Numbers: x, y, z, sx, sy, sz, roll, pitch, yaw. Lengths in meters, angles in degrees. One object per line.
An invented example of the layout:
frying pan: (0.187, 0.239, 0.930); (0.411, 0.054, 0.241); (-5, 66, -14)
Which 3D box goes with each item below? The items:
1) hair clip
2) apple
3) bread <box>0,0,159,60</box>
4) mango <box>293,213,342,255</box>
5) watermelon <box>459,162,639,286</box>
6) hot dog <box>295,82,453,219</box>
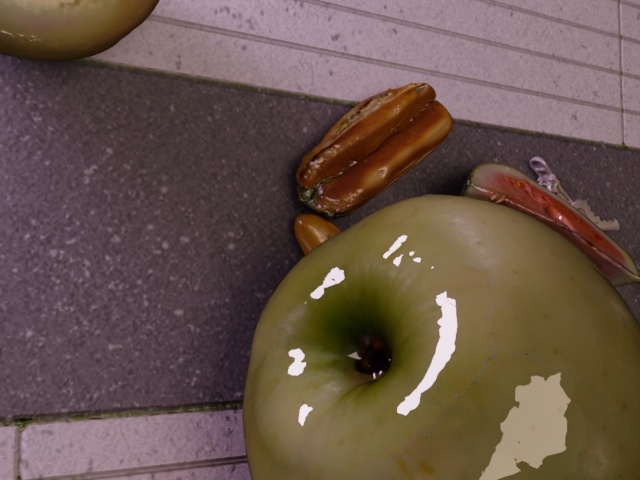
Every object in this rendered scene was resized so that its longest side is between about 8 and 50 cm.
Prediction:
hair clip: (0.410, -0.050, 1.293); (0.226, 0.034, 0.072); (32, 74, -28)
apple: (0.151, 0.187, 0.877); (0.474, 0.474, 0.473); (3, 85, -32)
bread: (-0.286, -0.262, 0.820); (0.261, 0.158, 0.156); (1, 96, -32)
mango: (0.000, 0.000, 1.027); (0.089, 0.046, 0.060); (43, 66, -17)
watermelon: (0.302, -0.006, 1.172); (0.304, 0.159, 0.128); (28, 113, -14)
hot dog: (0.070, -0.127, 1.065); (0.269, 0.072, 0.115); (-35, 105, -27)
